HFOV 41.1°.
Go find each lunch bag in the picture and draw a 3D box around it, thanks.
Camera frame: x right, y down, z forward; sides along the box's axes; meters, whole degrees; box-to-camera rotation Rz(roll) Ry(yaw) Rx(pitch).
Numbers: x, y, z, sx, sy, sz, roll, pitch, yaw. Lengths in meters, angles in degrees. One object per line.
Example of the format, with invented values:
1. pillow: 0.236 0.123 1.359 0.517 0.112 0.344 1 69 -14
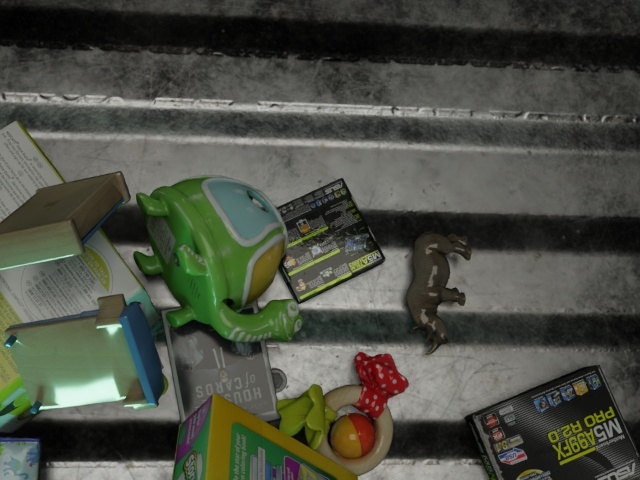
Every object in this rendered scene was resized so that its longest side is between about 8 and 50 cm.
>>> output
1. lunch bag: -0.555 0.398 1.447 0.151 0.096 0.129 3 77 -15

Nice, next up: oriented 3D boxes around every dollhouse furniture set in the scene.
1. dollhouse furniture set: -0.371 0.095 1.209 0.286 0.198 0.304 -10 110 12

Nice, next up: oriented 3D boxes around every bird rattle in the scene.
1. bird rattle: 0.053 0.318 1.538 0.253 0.143 0.207 -17 99 -30

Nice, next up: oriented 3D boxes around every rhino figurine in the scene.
1. rhino figurine: 0.216 0.096 1.612 0.106 0.073 0.244 11 77 -7

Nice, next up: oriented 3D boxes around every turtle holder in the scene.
1. turtle holder: -0.166 0.021 1.489 0.227 0.244 0.320 -21 38 -31

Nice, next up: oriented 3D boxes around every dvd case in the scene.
1. dvd case: -0.183 0.227 1.560 0.179 0.029 0.239 -11 78 -8

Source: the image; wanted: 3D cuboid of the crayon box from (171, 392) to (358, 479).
1. crayon box: -0.075 0.449 1.274 0.313 0.363 0.106 34 115 -22

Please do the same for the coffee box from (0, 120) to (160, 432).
1. coffee box: -0.502 0.075 1.402 0.334 0.338 0.338 -37 83 -14

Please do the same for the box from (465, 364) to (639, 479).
1. box: 0.433 0.377 1.574 0.270 0.060 0.216 -19 79 -10

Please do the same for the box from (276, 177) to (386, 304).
1. box: 0.000 0.000 1.626 0.190 0.045 0.184 -26 83 -12
